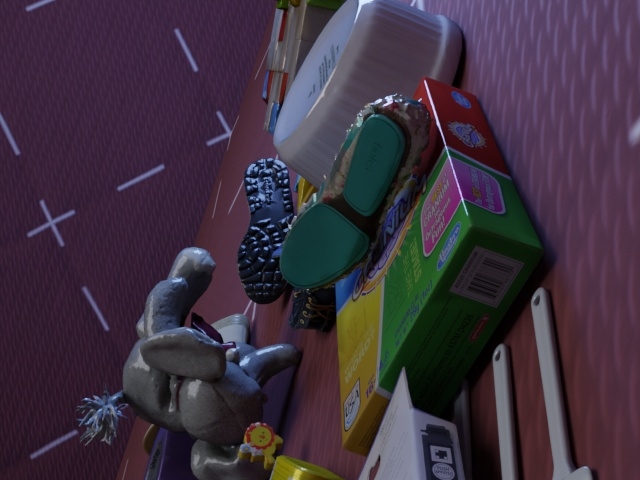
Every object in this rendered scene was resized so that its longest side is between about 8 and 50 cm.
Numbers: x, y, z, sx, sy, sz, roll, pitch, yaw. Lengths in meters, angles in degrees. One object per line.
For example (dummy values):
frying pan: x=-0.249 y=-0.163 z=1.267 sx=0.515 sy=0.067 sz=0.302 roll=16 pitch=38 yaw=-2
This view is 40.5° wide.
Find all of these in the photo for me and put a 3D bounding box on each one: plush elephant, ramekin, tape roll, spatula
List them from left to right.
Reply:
tape roll: x=-0.229 y=0.384 z=1.356 sx=0.189 sy=0.080 sz=0.189 roll=-164 pitch=90 yaw=-76
plush elephant: x=-0.155 y=0.197 z=1.243 sx=0.330 sy=0.255 sz=0.272 roll=-41 pitch=-54 yaw=-40
ramekin: x=0.046 y=-0.179 z=1.075 sx=0.273 sy=0.127 sz=0.273 roll=-56 pitch=17 yaw=27
spatula: x=0.126 y=0.161 z=0.598 sx=0.242 sy=0.019 sz=0.168 roll=-85 pitch=19 yaw=-45

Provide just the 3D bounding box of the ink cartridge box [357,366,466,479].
ink cartridge box: x=0.056 y=0.238 z=0.649 sx=0.208 sy=0.045 sz=0.206 roll=-90 pitch=15 yaw=-58

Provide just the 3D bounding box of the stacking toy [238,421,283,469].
stacking toy: x=-0.109 y=0.354 z=1.052 sx=0.167 sy=0.052 sz=0.221 roll=105 pitch=-175 yaw=-45

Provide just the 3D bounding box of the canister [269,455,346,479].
canister: x=-0.034 y=0.319 z=0.903 sx=0.126 sy=0.073 sz=0.170 roll=157 pitch=132 yaw=-74

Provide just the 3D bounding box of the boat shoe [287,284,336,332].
boat shoe: x=0.002 y=0.078 z=1.130 sx=0.183 sy=0.065 sz=0.083 roll=156 pitch=122 yaw=-75

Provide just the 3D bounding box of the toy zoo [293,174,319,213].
toy zoo: x=0.020 y=-0.170 z=1.444 sx=0.293 sy=0.030 sz=0.192 roll=123 pitch=161 yaw=-45

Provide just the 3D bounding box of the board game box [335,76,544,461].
board game box: x=0.090 y=0.014 z=0.820 sx=0.316 sy=0.064 sz=0.242 roll=-91 pitch=24 yaw=-60

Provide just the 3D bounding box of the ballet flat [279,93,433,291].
ballet flat: x=0.040 y=-0.041 z=0.830 sx=0.077 sy=0.091 sz=0.241 roll=-38 pitch=-13 yaw=-48

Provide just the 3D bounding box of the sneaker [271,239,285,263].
sneaker: x=0.000 y=0.000 z=1.229 sx=0.087 sy=0.083 sz=0.221 roll=-62 pitch=15 yaw=-23

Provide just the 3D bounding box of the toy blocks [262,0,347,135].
toy blocks: x=-0.018 y=-0.268 z=1.354 sx=0.381 sy=0.190 sz=0.261 roll=-132 pitch=51 yaw=-73

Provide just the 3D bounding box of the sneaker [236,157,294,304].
sneaker: x=-0.080 y=0.001 z=1.536 sx=0.124 sy=0.107 sz=0.283 roll=78 pitch=-169 yaw=-56

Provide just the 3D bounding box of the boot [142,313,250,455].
boot: x=-0.218 y=0.262 z=1.582 sx=0.262 sy=0.095 sz=0.203 roll=-49 pitch=18 yaw=11
